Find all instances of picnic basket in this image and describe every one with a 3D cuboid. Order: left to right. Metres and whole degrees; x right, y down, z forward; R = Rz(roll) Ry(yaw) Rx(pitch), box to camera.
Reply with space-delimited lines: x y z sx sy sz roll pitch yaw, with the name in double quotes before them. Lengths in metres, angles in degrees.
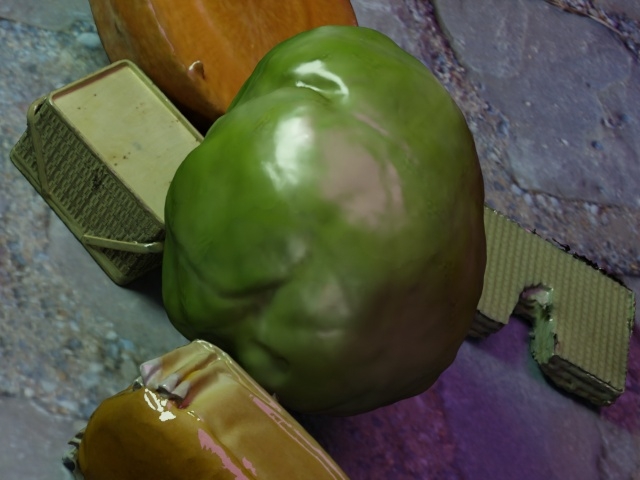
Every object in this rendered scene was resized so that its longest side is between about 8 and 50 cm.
"picnic basket" -0.156 -0.056 1.567 0.164 0.079 0.115 48 41 10

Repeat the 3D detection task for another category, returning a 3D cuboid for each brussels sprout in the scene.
"brussels sprout" 0.001 0.001 1.464 0.243 0.316 0.274 6 23 -6

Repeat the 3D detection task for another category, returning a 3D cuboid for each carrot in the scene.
"carrot" -0.080 -0.206 1.676 0.258 0.100 0.307 -34 102 -47

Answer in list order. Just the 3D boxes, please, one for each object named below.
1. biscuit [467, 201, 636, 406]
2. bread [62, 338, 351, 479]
"biscuit" 0.176 0.046 1.769 0.250 0.046 0.147 29 41 -16
"bread" -0.060 0.193 1.366 0.241 0.136 0.107 48 39 6
